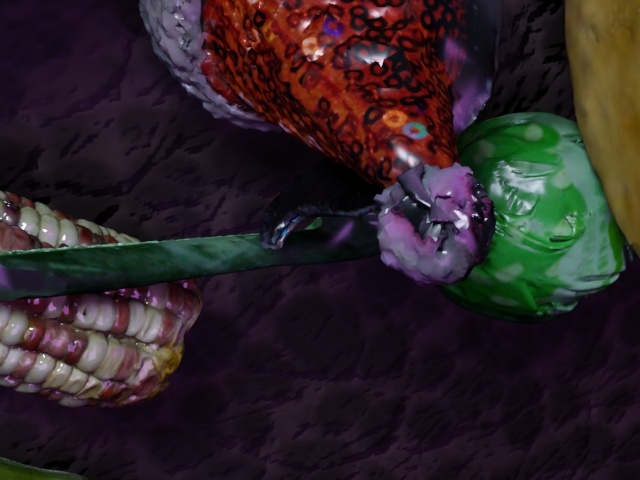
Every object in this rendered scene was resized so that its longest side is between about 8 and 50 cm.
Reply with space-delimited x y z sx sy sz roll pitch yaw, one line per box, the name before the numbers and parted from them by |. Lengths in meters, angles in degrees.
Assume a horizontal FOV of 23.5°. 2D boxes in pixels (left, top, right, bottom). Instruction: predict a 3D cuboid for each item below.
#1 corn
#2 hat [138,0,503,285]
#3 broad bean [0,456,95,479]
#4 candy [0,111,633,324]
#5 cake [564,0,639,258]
corn | -0.152 0.005 0.598 0.237 0.079 0.079 26 108 -33
hat | 0.019 -0.065 0.538 0.140 0.227 0.129 -28 131 0
broad bean | -0.154 0.130 0.707 0.226 0.039 0.069 20 118 -37
candy | 0.000 -0.002 0.638 0.323 0.097 0.097 -6 126 -34
cake | 0.297 -0.105 0.591 0.321 0.332 0.332 -11 127 -23
